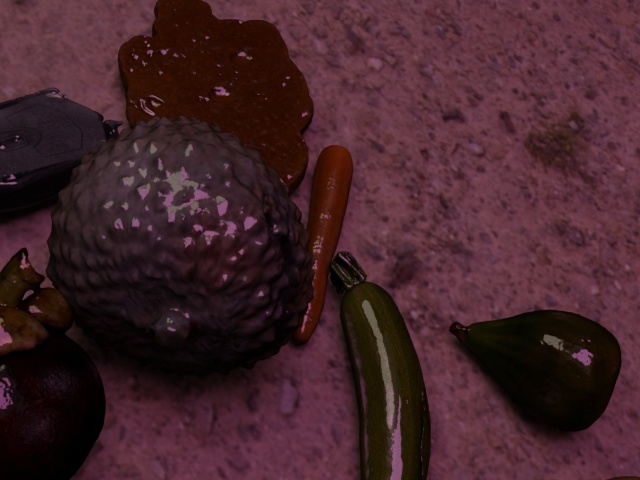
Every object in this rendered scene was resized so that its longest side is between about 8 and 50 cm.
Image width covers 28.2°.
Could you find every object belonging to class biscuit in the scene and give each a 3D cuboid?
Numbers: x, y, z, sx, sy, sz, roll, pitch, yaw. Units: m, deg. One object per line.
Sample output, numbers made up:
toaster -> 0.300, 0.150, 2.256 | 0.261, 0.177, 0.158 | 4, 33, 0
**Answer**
biscuit -> -0.118, -0.157, 1.416 | 0.209, 0.041, 0.290 | -14, 64, -22

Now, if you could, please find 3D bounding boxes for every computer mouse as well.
computer mouse -> -0.307, -0.083, 1.311 | 0.231, 0.071, 0.126 | -26, 55, -36

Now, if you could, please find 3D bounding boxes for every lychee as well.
lychee -> -0.124, 0.003, 1.199 | 0.255, 0.255, 0.274 | 19, 38, -3

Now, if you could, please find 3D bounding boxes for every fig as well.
fig -> 0.221, 0.118, 1.313 | 0.178, 0.117, 0.117 | 23, 55, 26

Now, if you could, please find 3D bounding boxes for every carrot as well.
carrot -> 0.000, 0.000, 1.356 | 0.043, 0.043, 0.247 | 14, 60, -6

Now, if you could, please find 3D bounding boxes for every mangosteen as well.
mangosteen -> -0.281, 0.122, 1.104 | 0.194, 0.194, 0.230 | -1, 98, -15

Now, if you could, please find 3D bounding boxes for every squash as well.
squash -> 0.066, 0.157, 1.259 | 0.080, 0.071, 0.318 | 10, 59, -32

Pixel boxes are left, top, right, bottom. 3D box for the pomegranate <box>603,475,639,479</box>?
pomegranate -> 0.291, 0.355, 1.055 | 0.338, 0.338, 0.338 | 6, 59, -10
